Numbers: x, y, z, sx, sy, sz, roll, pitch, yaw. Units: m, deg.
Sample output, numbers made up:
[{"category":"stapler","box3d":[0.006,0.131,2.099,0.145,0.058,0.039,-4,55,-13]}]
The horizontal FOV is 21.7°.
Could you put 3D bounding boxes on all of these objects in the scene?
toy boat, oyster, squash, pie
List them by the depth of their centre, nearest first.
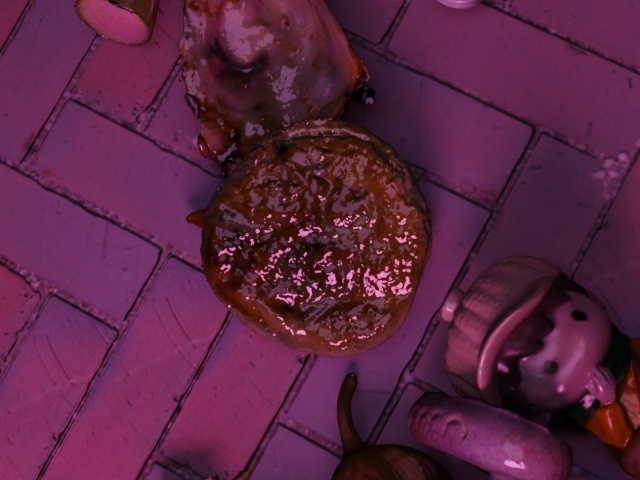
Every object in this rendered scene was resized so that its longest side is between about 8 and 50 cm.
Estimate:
[{"category":"toy boat","box3d":[0.176,0.228,1.773,0.155,0.227,0.085,32,78,-21]},{"category":"pie","box3d":[0.000,0.000,1.914,0.277,0.078,0.277,2,101,10]},{"category":"oyster","box3d":[-0.083,-0.236,2.011,0.221,0.096,0.361,-26,74,3]},{"category":"squash","box3d":[-0.233,-0.324,2.078,0.105,0.105,0.132,17,69,16]}]

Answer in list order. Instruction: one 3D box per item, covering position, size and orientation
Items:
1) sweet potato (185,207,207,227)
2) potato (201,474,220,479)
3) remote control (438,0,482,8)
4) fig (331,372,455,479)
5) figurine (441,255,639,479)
[{"category":"sweet potato","box3d":[-0.075,-0.023,1.991,0.179,0.044,0.044,6,79,14]},{"category":"potato","box3d":[-0.136,0.334,1.913,0.086,0.061,0.122,-19,75,6]},{"category":"remote control","box3d":[0.202,-0.391,2.010,0.097,0.045,0.256,22,80,13]},{"category":"fig","box3d":[0.059,0.250,1.859,0.149,0.149,0.245,-29,61,5]},{"category":"figurine","box3d":[0.288,0.149,1.821,0.332,0.204,0.185,31,74,-10]}]
